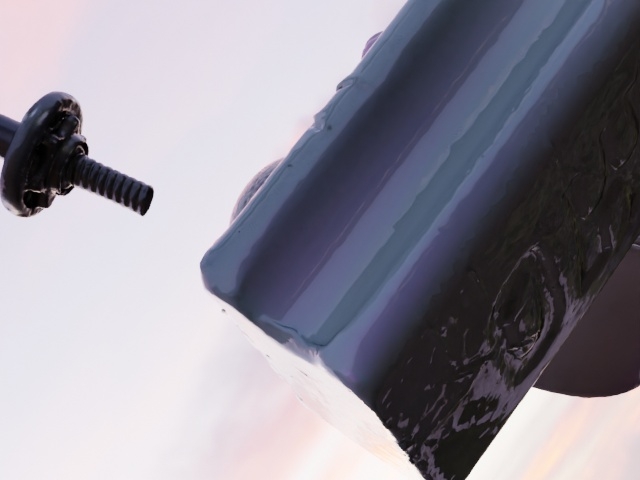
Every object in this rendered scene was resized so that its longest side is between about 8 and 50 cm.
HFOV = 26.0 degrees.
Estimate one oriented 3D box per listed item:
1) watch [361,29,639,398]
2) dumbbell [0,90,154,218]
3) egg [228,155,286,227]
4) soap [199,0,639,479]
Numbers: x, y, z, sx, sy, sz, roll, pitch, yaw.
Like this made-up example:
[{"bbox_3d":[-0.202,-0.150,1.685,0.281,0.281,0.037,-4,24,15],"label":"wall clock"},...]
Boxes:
[{"bbox_3d":[0.147,-0.034,0.823,0.244,0.231,0.196,3,-57,-34],"label":"watch"},{"bbox_3d":[-0.214,-0.073,0.820,0.081,0.254,0.082,23,-90,-82],"label":"dumbbell"},{"bbox_3d":[0.000,0.000,1.007,0.132,0.132,0.172,-59,10,-3],"label":"egg"},{"bbox_3d":[0.088,-0.042,0.600,0.289,0.095,0.173,-53,-28,-12],"label":"soap"}]
